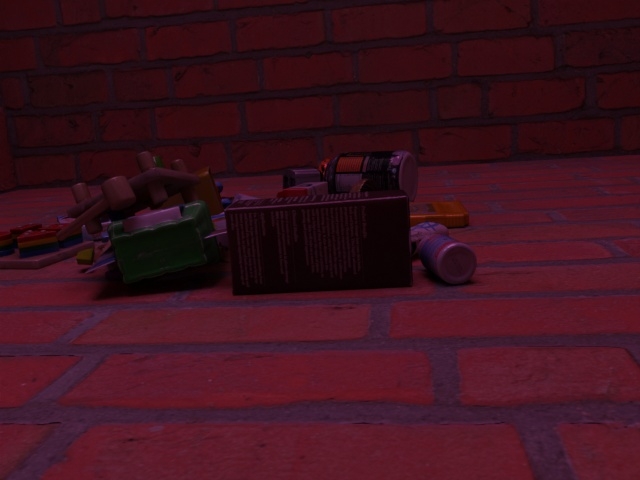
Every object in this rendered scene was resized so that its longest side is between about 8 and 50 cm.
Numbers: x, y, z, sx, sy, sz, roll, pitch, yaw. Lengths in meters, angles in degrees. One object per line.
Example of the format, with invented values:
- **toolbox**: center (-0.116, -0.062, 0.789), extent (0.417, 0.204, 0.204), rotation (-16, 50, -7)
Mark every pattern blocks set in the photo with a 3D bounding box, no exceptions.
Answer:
- **pattern blocks set**: center (-0.493, 0.030, 1.715), extent (0.286, 0.026, 0.325), rotation (-5, 22, -7)

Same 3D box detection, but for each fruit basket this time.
- **fruit basket**: center (-0.371, -0.017, 1.555), extent (0.327, 0.165, 0.353), rotation (-14, 17, -4)

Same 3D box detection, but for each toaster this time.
- **toaster**: center (-0.061, -0.184, 2.334), extent (0.110, 0.185, 0.168), rotation (-4, 11, -20)

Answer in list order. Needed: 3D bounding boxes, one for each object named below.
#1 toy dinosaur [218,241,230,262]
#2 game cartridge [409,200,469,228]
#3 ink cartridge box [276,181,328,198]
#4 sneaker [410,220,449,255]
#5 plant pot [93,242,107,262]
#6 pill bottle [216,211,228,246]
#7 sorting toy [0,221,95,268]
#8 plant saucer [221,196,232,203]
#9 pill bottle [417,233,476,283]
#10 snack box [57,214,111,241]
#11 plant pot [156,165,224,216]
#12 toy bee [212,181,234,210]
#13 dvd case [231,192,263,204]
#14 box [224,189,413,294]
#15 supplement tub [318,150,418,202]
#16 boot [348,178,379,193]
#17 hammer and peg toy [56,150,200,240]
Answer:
- **toy dinosaur**: center (-0.222, 0.032, 1.704), extent (0.183, 0.053, 0.092), rotation (-11, 27, 1)
- **game cartridge**: center (0.291, -0.083, 2.043), extent (0.324, 0.052, 0.285), rotation (-4, 12, 6)
- **ink cartridge box**: center (-0.053, -0.108, 2.078), extent (0.078, 0.134, 0.231), rotation (2, 14, 24)
- **sneaker**: center (0.219, 0.009, 1.571), extent (0.237, 0.085, 0.086), rotation (-9, 35, -27)
- **plant pot**: center (-0.538, 0.023, 1.861), extent (0.236, 0.032, 0.236), rotation (-4, 11, 1)
- **pill bottle**: center (-0.243, -0.038, 1.863), extent (0.108, 0.108, 0.193), rotation (0, 12, 19)
- **sorting toy**: center (-0.848, 0.008, 1.895), extent (0.257, 0.089, 0.255), rotation (0, 12, 17)
- **plant saucer**: center (-0.470, -0.133, 2.570), extent (0.311, 0.050, 0.310), rotation (-4, 10, 1)
- **pill bottle**: center (0.263, 0.034, 1.384), extent (0.087, 0.087, 0.160), rotation (-6, 11, -10)
- **snack box**: center (-0.799, -0.050, 2.238), extent (0.187, 0.060, 0.322), rotation (-10, 13, -24)
- **plant pot**: center (-0.401, -0.095, 2.008), extent (0.187, 0.212, 0.212), rotation (-18, 13, -6)
- **toy bee**: center (-0.387, -0.114, 2.254), extent (0.162, 0.298, 0.195), rotation (-31, 50, 1)
- **dvd case**: center (-0.135, -0.053, 1.792), extent (0.239, 0.029, 0.179), rotation (13, 31, -3)
- **box**: center (0.000, 0.000, 1.388), extent (0.382, 0.191, 0.143), rotation (-2, 12, 6)
- **supplement tub**: center (0.172, -0.225, 2.394), extent (0.338, 0.207, 0.207), rotation (3, 13, 29)
- **boot**: center (-0.008, -0.048, 1.580), extent (0.270, 0.236, 0.089), rotation (8, -19, 39)
- **hammer and peg toy**: center (-0.470, -0.110, 1.551), extent (0.266, 0.127, 0.361), rotation (-23, -3, 13)
